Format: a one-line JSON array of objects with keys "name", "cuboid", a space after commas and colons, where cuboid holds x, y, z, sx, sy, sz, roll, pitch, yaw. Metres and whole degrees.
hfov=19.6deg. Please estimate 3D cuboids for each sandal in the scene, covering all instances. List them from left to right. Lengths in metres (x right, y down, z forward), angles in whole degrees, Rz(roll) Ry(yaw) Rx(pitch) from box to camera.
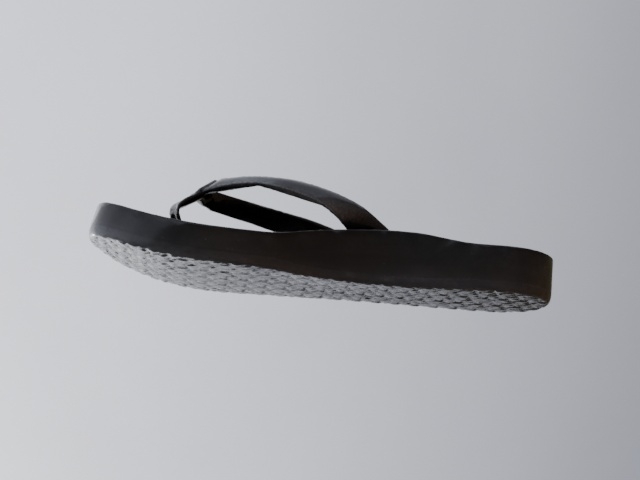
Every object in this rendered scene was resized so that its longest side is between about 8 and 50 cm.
[{"name": "sandal", "cuboid": [0.000, 0.000, 1.013, 0.097, 0.254, 0.054, 140, 135, -74]}]
